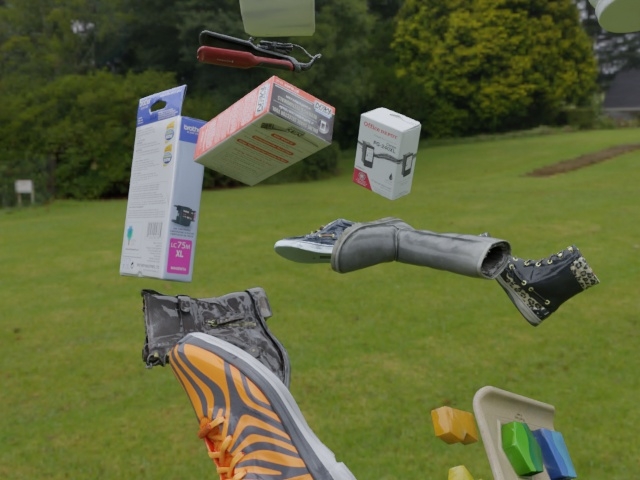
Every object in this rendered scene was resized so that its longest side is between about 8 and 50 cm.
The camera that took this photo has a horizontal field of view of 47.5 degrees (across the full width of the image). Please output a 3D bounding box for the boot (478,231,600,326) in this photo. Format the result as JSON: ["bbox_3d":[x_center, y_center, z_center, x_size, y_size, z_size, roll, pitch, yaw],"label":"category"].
[{"bbox_3d":[0.469,0.048,1.581,0.179,0.236,0.085,-36,-6,19],"label":"boot"}]

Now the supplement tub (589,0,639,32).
[{"bbox_3d":[0.619,-0.579,1.456,0.191,0.272,0.191,-5,-16,-1],"label":"supplement tub"}]

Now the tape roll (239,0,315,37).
[{"bbox_3d":[-0.060,-0.427,1.002,0.100,0.286,0.286,-2,6,-1],"label":"tape roll"}]

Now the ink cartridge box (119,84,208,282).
[{"bbox_3d":[-0.260,-0.090,1.209,0.065,0.310,0.186,5,-2,-36],"label":"ink cartridge box"}]

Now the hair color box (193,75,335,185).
[{"bbox_3d":[-0.071,-0.128,0.884,0.093,0.053,0.167,22,-26,-34],"label":"hair color box"}]

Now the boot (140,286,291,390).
[{"bbox_3d":[-0.184,0.188,1.226,0.229,0.262,0.091,-5,-37,-24],"label":"boot"}]

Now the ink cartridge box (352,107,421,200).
[{"bbox_3d":[0.129,-0.172,1.435,0.109,0.150,0.063,30,38,35],"label":"ink cartridge box"}]

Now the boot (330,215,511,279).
[{"bbox_3d":[0.147,0.023,1.067,0.209,0.076,0.190,22,36,37],"label":"boot"}]

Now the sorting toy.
[{"bbox_3d":[0.242,0.285,0.846,0.041,0.228,0.307,-28,-34,31],"label":"sorting toy"}]

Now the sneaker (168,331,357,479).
[{"bbox_3d":[-0.096,0.262,0.833,0.180,0.321,0.124,-38,-10,-39],"label":"sneaker"}]

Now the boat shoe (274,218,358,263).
[{"bbox_3d":[0.000,0.000,1.499,0.184,0.083,0.065,5,-30,5],"label":"boat shoe"}]

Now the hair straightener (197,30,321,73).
[{"bbox_3d":[-0.112,-0.363,1.358,0.231,0.089,0.047,3,-30,-10],"label":"hair straightener"}]
